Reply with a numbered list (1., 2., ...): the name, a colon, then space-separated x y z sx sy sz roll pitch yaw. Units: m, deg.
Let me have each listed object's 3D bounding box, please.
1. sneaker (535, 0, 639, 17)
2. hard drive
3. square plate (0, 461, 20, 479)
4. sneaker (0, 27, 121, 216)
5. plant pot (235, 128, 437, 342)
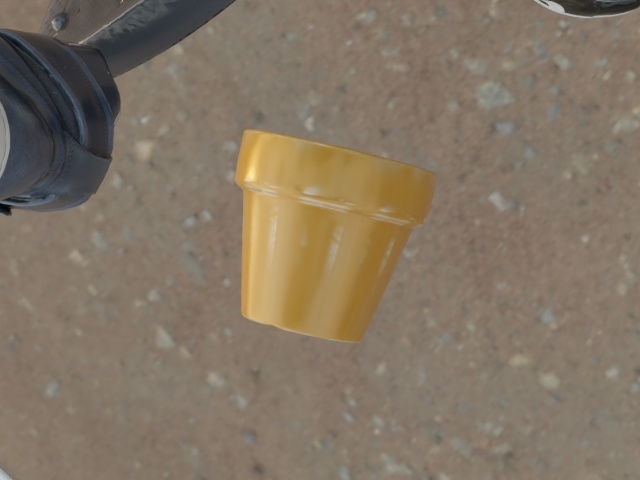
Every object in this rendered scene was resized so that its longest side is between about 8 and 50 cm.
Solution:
1. sneaker: 0.215 -0.235 1.295 0.216 0.121 0.079 14 109 -19
2. hard drive: -0.097 -0.205 0.991 0.054 0.172 0.254 33 142 -30
3. square plate: -0.253 0.289 1.001 0.344 0.049 0.347 -40 105 23
4. sneaker: -0.195 -0.084 0.672 0.226 0.163 0.086 36 106 16
5. plant pot: 0.000 0.000 1.504 0.205 0.205 0.188 14 91 29
